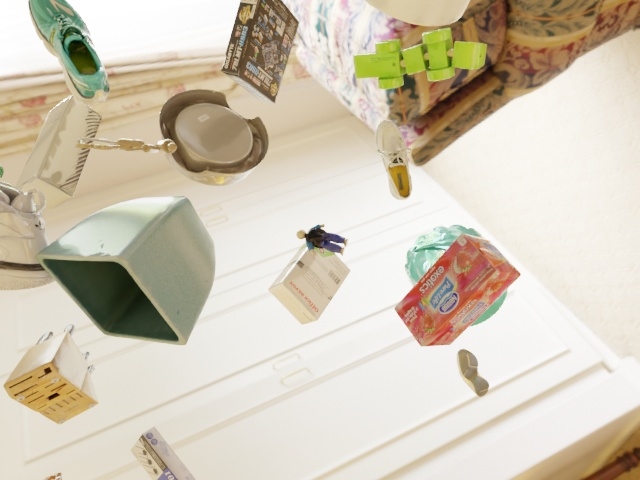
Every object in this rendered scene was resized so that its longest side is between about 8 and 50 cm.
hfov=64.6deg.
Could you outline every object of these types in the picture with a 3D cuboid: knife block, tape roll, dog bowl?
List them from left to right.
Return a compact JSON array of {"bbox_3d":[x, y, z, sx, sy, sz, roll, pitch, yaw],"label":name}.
[{"bbox_3d":[-0.561,0.243,1.056,0.242,0.088,0.275,54,163,30],"label":"knife block"},{"bbox_3d":[-0.347,-0.325,1.631,0.348,0.349,0.102,64,145,20],"label":"dog bowl"},{"bbox_3d":[0.205,-0.595,1.102,0.286,0.286,0.100,62,152,24],"label":"tape roll"}]

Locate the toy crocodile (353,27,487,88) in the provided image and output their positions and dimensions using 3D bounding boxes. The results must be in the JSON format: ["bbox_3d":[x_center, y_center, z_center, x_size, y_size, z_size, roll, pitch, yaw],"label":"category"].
[{"bbox_3d":[0.234,-0.451,1.255,0.341,0.105,0.115,3,117,34],"label":"toy crocodile"}]

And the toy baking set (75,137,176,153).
[{"bbox_3d":[-0.420,-0.209,1.095,0.256,0.197,0.030,-156,68,-65],"label":"toy baking set"}]

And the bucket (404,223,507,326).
[{"bbox_3d":[0.397,0.105,1.474,0.183,0.281,0.281,-97,-5,-65],"label":"bucket"}]

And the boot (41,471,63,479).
[{"bbox_3d":[-0.404,0.342,0.620,0.197,0.153,0.072,157,112,-67],"label":"boot"}]

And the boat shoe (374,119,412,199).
[{"bbox_3d":[0.328,-0.349,2.212,0.156,0.136,0.366,-115,13,-80],"label":"boat shoe"}]

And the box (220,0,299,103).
[{"bbox_3d":[-0.186,-0.626,1.624,0.295,0.073,0.293,6,-77,-72],"label":"box"}]

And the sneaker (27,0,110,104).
[{"bbox_3d":[-0.533,-0.433,1.091,0.275,0.107,0.110,59,155,1],"label":"sneaker"}]

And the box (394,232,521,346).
[{"bbox_3d":[0.311,0.119,1.167,0.257,0.128,0.122,-53,51,25],"label":"box"}]

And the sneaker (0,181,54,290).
[{"bbox_3d":[-0.724,-0.015,1.033,0.137,0.366,0.210,-87,-1,-80],"label":"sneaker"}]

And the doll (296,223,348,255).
[{"bbox_3d":[0.000,0.000,1.819,0.189,0.129,0.046,18,157,12],"label":"doll"}]

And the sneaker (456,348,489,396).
[{"bbox_3d":[0.358,0.319,1.239,0.152,0.054,0.061,60,166,-27],"label":"sneaker"}]

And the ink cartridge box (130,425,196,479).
[{"bbox_3d":[-0.427,0.622,1.386,0.207,0.046,0.097,45,121,13],"label":"ink cartridge box"}]

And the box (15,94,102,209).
[{"bbox_3d":[-0.644,-0.220,1.255,0.094,0.113,0.275,38,-137,-43],"label":"box"}]

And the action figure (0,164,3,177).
[{"bbox_3d":[-0.809,-0.154,1.165,0.232,0.137,0.063,-1,100,27],"label":"action figure"}]

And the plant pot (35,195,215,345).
[{"bbox_3d":[-0.367,0.038,1.073,0.247,0.252,0.247,0,132,28],"label":"plant pot"}]

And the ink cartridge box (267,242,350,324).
[{"bbox_3d":[-0.039,0.150,1.913,0.198,0.273,0.115,48,141,-12],"label":"ink cartridge box"}]
